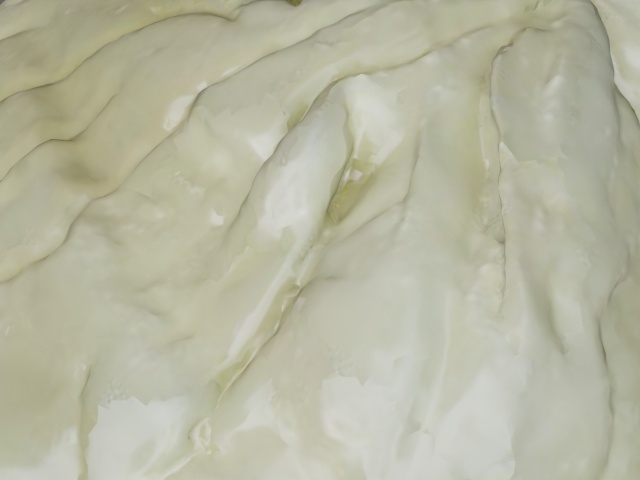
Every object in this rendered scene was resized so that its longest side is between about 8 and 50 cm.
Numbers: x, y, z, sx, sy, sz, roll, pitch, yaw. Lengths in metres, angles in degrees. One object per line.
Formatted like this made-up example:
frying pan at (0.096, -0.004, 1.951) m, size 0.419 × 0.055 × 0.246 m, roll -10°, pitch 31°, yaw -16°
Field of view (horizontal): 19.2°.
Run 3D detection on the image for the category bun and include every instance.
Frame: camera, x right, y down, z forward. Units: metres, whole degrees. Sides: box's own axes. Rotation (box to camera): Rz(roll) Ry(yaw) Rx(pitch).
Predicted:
bun at (0.000, 0.000, 0.420) m, size 0.229 × 0.229 × 0.145 m, roll 10°, pitch 121°, yaw 4°
